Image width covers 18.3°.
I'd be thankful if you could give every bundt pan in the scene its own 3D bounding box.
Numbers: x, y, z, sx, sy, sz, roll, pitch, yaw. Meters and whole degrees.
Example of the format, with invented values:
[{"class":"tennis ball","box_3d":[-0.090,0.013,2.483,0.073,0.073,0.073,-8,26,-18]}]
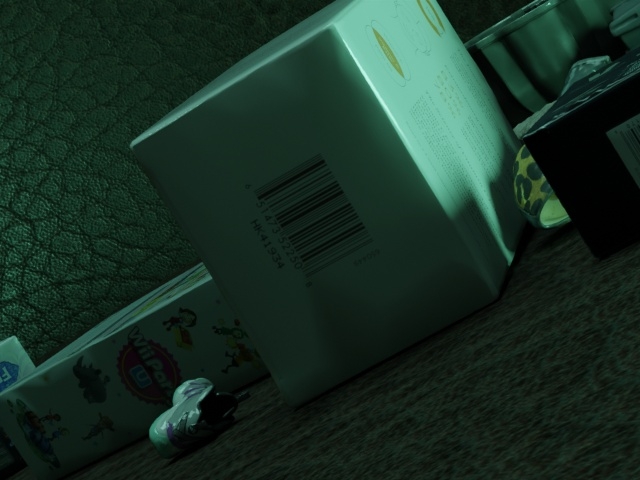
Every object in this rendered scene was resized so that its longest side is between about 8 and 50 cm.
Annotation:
[{"class":"bundt pan","box_3d":[0.299,-0.239,2.386,0.331,0.124,0.331,-32,4,3]}]

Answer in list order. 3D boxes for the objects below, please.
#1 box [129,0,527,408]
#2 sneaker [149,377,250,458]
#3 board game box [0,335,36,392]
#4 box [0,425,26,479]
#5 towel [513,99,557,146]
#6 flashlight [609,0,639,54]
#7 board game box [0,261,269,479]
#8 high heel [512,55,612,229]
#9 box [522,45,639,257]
[{"class":"box","box_3d":[0.026,-0.055,1.454,0.168,0.215,0.345,-29,7,17]},{"class":"sneaker","box_3d":[-0.078,0.121,1.455,0.069,0.038,0.098,-27,15,25]},{"class":"board game box","box_3d":[-0.466,0.221,2.072,0.318,0.066,0.319,-33,4,-21]},{"class":"box","box_3d":[-0.365,0.231,2.050,0.220,0.051,0.175,-31,4,-4]},{"class":"towel","box_3d":[0.279,-0.137,1.861,0.187,0.049,0.282,-31,4,-6]},{"class":"flashlight","box_3d":[0.446,-0.289,2.113,0.304,0.103,0.103,-29,23,31]},{"class":"board game box","box_3d":[-0.106,0.079,1.719,0.303,0.097,0.224,-30,5,33]},{"class":"high heel","box_3d":[0.258,-0.087,1.375,0.261,0.093,0.186,-17,30,37]},{"class":"box","box_3d":[0.229,-0.081,1.243,0.156,0.093,0.158,-29,6,25]}]
